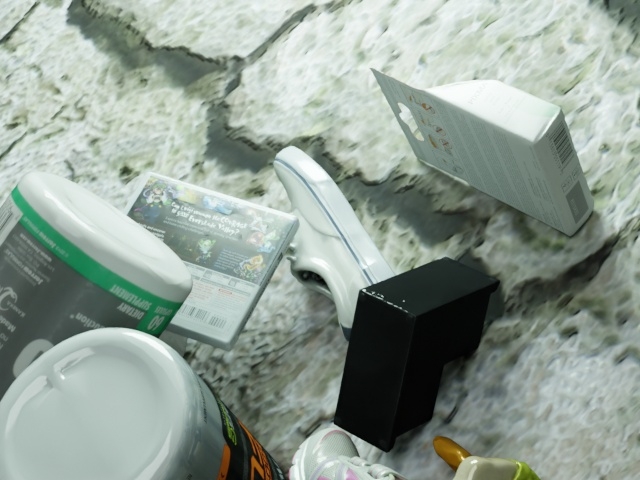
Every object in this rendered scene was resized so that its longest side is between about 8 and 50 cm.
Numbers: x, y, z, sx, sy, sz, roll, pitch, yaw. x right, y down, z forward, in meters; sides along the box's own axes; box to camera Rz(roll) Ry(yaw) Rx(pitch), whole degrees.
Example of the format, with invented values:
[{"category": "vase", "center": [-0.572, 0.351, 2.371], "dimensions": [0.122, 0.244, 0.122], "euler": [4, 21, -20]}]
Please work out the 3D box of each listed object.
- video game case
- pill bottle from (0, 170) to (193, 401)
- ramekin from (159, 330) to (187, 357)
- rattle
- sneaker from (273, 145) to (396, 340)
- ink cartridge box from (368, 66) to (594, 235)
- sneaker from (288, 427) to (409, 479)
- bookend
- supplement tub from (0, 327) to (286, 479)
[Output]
[{"category": "video game case", "center": [-0.143, 0.019, 1.732], "dimensions": [0.190, 0.022, 0.173], "euler": [17, 60, 20]}, {"category": "pill bottle", "center": [-0.307, 0.128, 1.609], "dimensions": [0.204, 0.204, 0.361], "euler": [41, 98, 35]}, {"category": "ramekin", "center": [-0.247, 0.098, 1.795], "dimensions": [0.207, 0.109, 0.207], "euler": [-10, 57, 15]}, {"category": "rattle", "center": [0.127, 0.299, 1.552], "dimensions": [0.143, 0.130, 0.199], "euler": [11, 91, 38]}, {"category": "sneaker", "center": [0.000, 0.000, 1.768], "dimensions": [0.091, 0.094, 0.258], "euler": [-31, 54, -5]}, {"category": "ink cartridge box", "center": [0.174, -0.111, 1.716], "dimensions": [0.225, 0.181, 0.056], "euler": [32, 74, 35]}, {"category": "sneaker", "center": [0.050, 0.263, 1.548], "dimensions": [0.111, 0.103, 0.252], "euler": [-39, 35, 13]}, {"category": "bookend", "center": [0.100, 0.114, 1.661], "dimensions": [0.072, 0.156, 0.157], "euler": [25, 28, 32]}, {"category": "supplement tub", "center": [-0.151, 0.242, 1.526], "dimensions": [0.207, 0.338, 0.207], "euler": [-10, 58, 16]}]
